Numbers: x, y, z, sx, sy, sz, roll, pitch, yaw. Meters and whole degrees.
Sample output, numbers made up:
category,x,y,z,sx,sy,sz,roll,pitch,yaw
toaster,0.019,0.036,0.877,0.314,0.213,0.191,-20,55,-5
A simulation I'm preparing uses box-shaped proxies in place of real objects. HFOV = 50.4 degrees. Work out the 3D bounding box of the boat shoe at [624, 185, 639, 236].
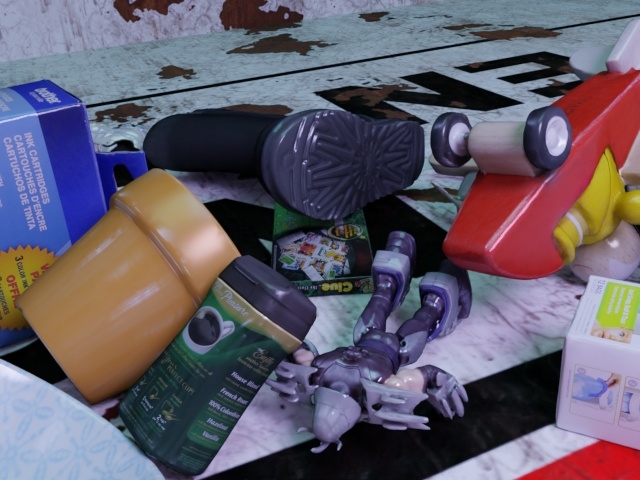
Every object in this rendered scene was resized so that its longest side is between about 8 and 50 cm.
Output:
category,x,y,z,sx,sy,sz,roll,pitch,yaw
boat shoe,0.464,-0.090,0.948,0.127,0.113,0.340,-3,54,3

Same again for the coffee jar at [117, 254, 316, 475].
category,x,y,z,sx,sy,sz,roll,pitch,yaw
coffee jar,-0.088,0.105,0.601,0.184,0.079,0.096,-52,43,-4

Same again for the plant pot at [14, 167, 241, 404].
category,x,y,z,sx,sy,sz,roll,pitch,yaw
plant pot,-0.192,0.061,0.700,0.188,0.205,0.205,-37,38,-21

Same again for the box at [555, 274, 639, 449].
category,x,y,z,sx,sy,sz,roll,pitch,yaw
box,0.322,0.117,0.587,0.203,0.103,0.114,11,31,28

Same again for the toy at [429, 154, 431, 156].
category,x,y,z,sx,sy,sz,roll,pitch,yaw
toy,0.318,-0.146,1.149,0.237,0.056,0.137,1,16,26

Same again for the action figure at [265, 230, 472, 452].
category,x,y,z,sx,sy,sz,roll,pitch,yaw
action figure,0.063,0.106,0.666,0.185,0.099,0.285,17,37,23

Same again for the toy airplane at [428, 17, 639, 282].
category,x,y,z,sx,sy,sz,roll,pitch,yaw
toy airplane,0.321,-0.083,0.794,0.384,0.272,0.386,-16,22,11

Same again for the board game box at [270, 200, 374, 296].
category,x,y,z,sx,sy,sz,roll,pitch,yaw
board game box,0.000,0.000,0.949,0.136,0.030,0.260,-6,27,2

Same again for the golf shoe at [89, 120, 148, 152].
category,x,y,z,sx,sy,sz,roll,pitch,yaw
golf shoe,-0.433,-0.194,1.356,0.176,0.069,0.086,-6,33,0

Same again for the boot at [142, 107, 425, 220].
category,x,y,z,sx,sy,sz,roll,pitch,yaw
boot,-0.116,-0.148,1.064,0.445,0.146,0.367,15,13,34

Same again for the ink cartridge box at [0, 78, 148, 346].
category,x,y,z,sx,sy,sz,roll,pitch,yaw
ink cartridge box,-0.395,-0.020,0.779,0.395,0.270,0.151,-22,34,-30

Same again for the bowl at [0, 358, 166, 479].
category,x,y,z,sx,sy,sz,roll,pitch,yaw
bowl,-0.264,0.181,0.453,0.289,0.289,0.156,25,81,44
